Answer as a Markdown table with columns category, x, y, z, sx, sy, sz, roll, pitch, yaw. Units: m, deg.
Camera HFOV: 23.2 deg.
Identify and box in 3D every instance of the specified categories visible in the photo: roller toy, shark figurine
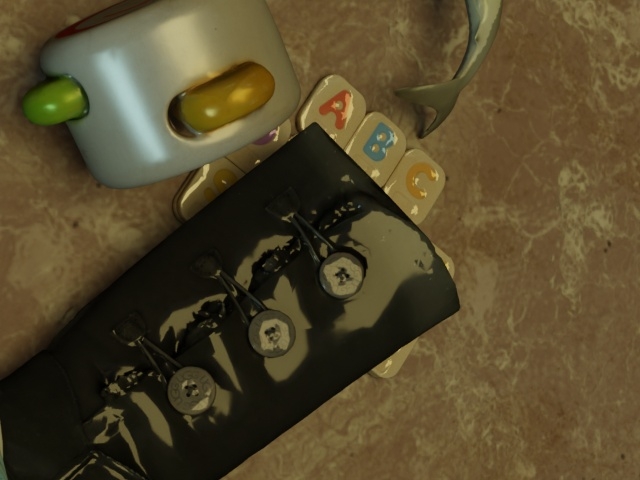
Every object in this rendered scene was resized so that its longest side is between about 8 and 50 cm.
| category | x | y | z | sx | sy | sz | roll | pitch | yaw |
| --- | --- | --- | --- | --- | --- | --- | --- | --- | --- |
| roller toy | -0.117 | -0.130 | 1.283 | 0.146 | 0.209 | 0.191 | 67 | 26 | -15 |
| shark figurine | 0.133 | -0.248 | 1.489 | 0.166 | 0.116 | 0.278 | -12 | 88 | 4 |

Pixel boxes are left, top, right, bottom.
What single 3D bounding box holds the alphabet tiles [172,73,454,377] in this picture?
| category | x | y | z | sx | sy | sz | roll | pitch | yaw |
| --- | --- | --- | --- | --- | --- | --- | --- | --- | --- |
| alphabet tiles | 0.000 | 0.000 | 1.455 | 0.284 | 0.021 | 0.278 | 40 | 71 | -24 |

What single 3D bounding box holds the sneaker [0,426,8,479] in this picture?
| category | x | y | z | sx | sy | sz | roll | pitch | yaw |
| --- | --- | --- | --- | --- | --- | --- | --- | --- | --- |
| sneaker | -0.282 | 0.145 | 1.112 | 0.135 | 0.150 | 0.366 | -16 | 66 | -22 |

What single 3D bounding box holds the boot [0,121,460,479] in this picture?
| category | x | y | z | sx | sy | sz | roll | pitch | yaw |
| --- | --- | --- | --- | --- | --- | --- | --- | --- | --- |
| boot | -0.057 | 0.167 | 1.322 | 0.445 | 0.146 | 0.367 | -39 | 98 | -23 |
